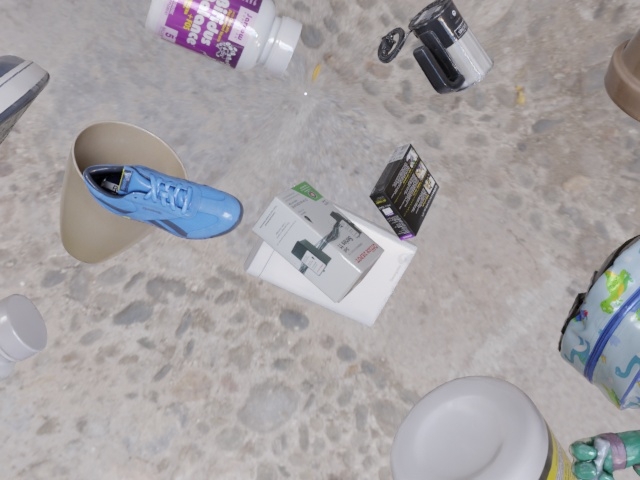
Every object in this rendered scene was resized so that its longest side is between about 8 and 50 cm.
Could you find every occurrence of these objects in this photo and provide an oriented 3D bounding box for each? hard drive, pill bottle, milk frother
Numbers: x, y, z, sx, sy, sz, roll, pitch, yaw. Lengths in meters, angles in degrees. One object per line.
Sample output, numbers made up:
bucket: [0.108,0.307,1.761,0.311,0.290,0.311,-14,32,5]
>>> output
hard drive: [0.027,0.039,1.870,0.353,0.047,0.233,25,101,-23]
pill bottle: [0.237,0.334,0.980,0.188,0.188,0.334,-33,123,5]
pill bottle: [-0.566,0.178,1.271,0.229,0.131,0.131,-25,100,8]
milk frother: [0.186,-0.309,1.319,0.129,0.143,0.135,-46,114,-15]
pill bottle: [-0.199,-0.458,1.666,0.301,0.169,0.169,20,100,-12]

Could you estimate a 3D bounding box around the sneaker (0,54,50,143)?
sneaker: [-0.244,-0.083,0.383,0.163,0.226,0.086,44,120,-11]

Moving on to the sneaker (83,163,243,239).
sneaker: [-0.201,-0.053,0.989,0.209,0.082,0.069,13,76,17]

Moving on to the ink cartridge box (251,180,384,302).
ink cartridge box: [0.000,0.000,1.458,0.208,0.153,0.087,41,115,6]

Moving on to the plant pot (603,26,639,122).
plant pot: [0.647,-0.337,1.350,0.263,0.263,0.229,4,135,-2]

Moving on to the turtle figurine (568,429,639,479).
turtle figurine: [0.243,0.162,0.493,0.175,0.118,0.234,33,125,16]

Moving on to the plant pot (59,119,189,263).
plant pot: [-0.463,-0.078,1.734,0.256,0.256,0.274,37,129,-7]

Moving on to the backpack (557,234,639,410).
backpack: [0.486,0.094,1.065,0.355,0.273,0.290,-2,134,-28]

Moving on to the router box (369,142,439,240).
router box: [0.188,-0.108,1.745,0.046,0.179,0.133,-16,121,41]
